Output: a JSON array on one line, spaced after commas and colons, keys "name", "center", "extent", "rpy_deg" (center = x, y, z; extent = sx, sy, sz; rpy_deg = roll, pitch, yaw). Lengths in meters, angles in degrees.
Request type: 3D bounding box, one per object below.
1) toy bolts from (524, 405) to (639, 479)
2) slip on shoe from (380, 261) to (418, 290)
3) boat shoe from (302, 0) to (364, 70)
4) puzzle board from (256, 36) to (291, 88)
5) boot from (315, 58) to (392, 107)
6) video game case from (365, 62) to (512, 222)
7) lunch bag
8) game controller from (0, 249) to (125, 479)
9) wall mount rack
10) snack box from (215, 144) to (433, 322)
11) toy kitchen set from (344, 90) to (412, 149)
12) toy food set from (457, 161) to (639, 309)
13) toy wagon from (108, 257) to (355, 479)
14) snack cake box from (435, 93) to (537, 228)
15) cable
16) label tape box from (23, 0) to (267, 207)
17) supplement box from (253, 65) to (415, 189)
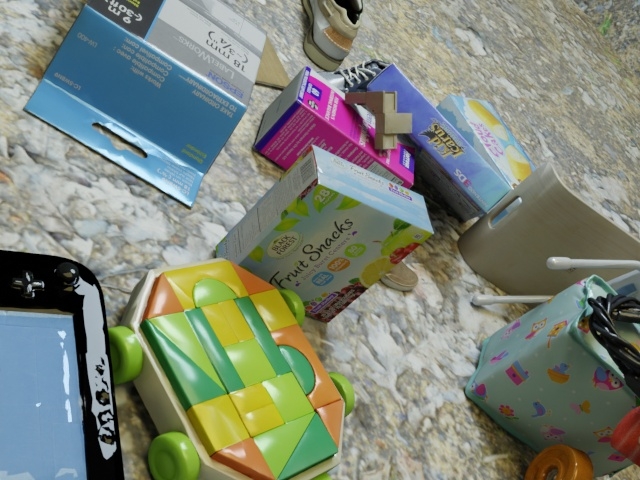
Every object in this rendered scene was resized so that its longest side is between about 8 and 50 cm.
[{"name": "toy bolts", "center": [0.399, 0.332, 1.071], "extent": [0.158, 0.228, 0.218], "rpy_deg": [39, 6, -18]}, {"name": "slip on shoe", "center": [0.096, 0.028, 1.236], "extent": [0.135, 0.041, 0.051], "rpy_deg": [32, 36, -19]}, {"name": "boat shoe", "center": [0.035, -0.442, 1.607], "extent": [0.113, 0.103, 0.302], "rpy_deg": [27, 38, -26]}, {"name": "puzzle board", "center": [-0.105, -0.302, 1.396], "extent": [0.096, 0.011, 0.128], "rpy_deg": [3, 52, -44]}, {"name": "boot", "center": [0.055, -0.286, 1.481], "extent": [0.190, 0.086, 0.069], "rpy_deg": [-5, 58, -49]}, {"name": "video game case", "center": [0.185, -0.152, 1.396], "extent": [0.269, 0.061, 0.244], "rpy_deg": [47, 1, 3]}, {"name": "lunch bag", "center": [0.379, 0.212, 1.184], "extent": [0.262, 0.223, 0.160], "rpy_deg": [42, 42, -6]}, {"name": "game controller", "center": [-0.258, 0.140, 0.721], "extent": [0.166, 0.067, 0.319], "rpy_deg": [15, 44, -37]}, {"name": "wall mount rack", "center": [0.426, 0.112, 1.303], "extent": [0.304, 0.350, 0.130], "rpy_deg": [38, 61, -5]}, {"name": "snack box", "center": [0.000, 0.000, 1.015], "extent": [0.174, 0.207, 0.070], "rpy_deg": [22, 40, -32]}, {"name": "toy kitchen set", "center": [0.086, -0.178, 1.253], "extent": [0.068, 0.075, 0.083], "rpy_deg": [-9, 101, -48]}, {"name": "toy food set", "center": [0.416, 0.016, 1.432], "extent": [0.306, 0.220, 0.092], "rpy_deg": [31, 37, -20]}, {"name": "toy wagon", "center": [-0.068, 0.175, 0.886], "extent": [0.267, 0.068, 0.344], "rpy_deg": [-10, 62, -51]}, {"name": "snack cake box", "center": [0.324, -0.150, 1.624], "extent": [0.152, 0.089, 0.264], "rpy_deg": [-2, 55, -49]}, {"name": "cable", "center": [0.413, 0.130, 1.072], "extent": [0.184, 0.047, 0.150], "rpy_deg": [45, 43, 2]}, {"name": "label tape box", "center": [-0.211, -0.233, 1.125], "extent": [0.241, 0.106, 0.333], "rpy_deg": [31, 36, -20]}, {"name": "supplement box", "center": [0.026, -0.140, 1.277], "extent": [0.220, 0.114, 0.111], "rpy_deg": [35, 34, -19]}]
